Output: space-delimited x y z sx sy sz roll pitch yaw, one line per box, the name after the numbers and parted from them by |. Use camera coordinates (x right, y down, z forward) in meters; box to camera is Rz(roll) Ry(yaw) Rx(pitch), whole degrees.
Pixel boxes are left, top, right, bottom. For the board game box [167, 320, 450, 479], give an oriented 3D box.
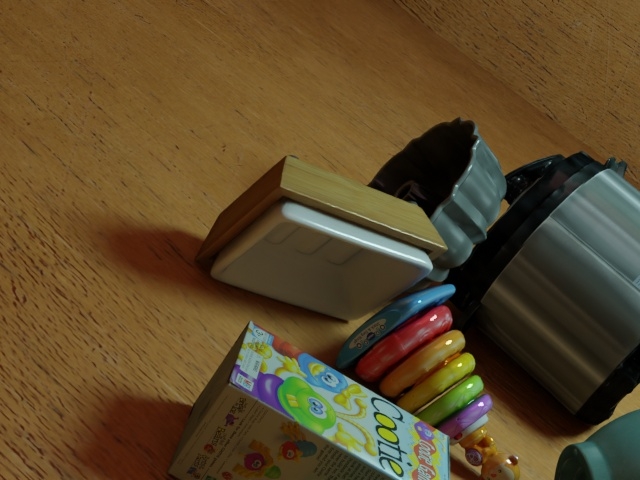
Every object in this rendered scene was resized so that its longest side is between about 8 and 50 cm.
-0.007 0.240 1.201 0.275 0.144 0.142 31 24 -7 | board game box

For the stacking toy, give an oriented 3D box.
0.176 0.224 1.493 0.301 0.175 0.166 55 29 12 | stacking toy

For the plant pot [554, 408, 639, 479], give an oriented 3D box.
0.427 0.357 1.414 0.196 0.293 0.293 2 31 -7 | plant pot

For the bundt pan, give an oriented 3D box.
0.178 -0.043 1.775 0.124 0.331 0.330 40 21 -20 | bundt pan

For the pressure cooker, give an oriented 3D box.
0.436 0.053 1.826 0.420 0.375 0.370 43 28 17 | pressure cooker

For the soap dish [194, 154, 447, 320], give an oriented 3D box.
0.000 0.000 1.547 0.291 0.229 0.118 20 53 -29 | soap dish
